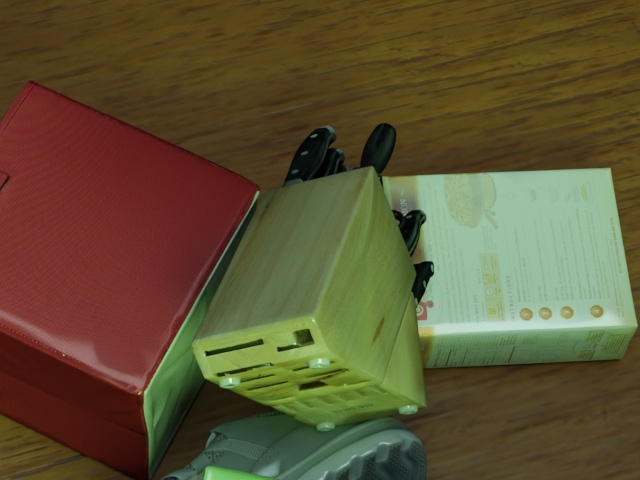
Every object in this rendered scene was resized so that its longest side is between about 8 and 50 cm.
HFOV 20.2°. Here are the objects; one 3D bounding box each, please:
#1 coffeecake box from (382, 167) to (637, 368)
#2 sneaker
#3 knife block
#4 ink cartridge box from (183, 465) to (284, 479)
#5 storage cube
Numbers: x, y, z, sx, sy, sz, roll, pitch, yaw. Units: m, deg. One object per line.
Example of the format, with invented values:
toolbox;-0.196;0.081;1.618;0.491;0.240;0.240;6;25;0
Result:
coffeecake box;0.143;0.022;1.419;0.185;0.068;0.142;-2;62;-5
sneaker;-0.066;0.193;1.318;0.281;0.105;0.115;-21;37;-13
knife block;0.000;0.000;1.256;0.088;0.275;0.242;-14;70;20
ink cartridge box;0.062;0.289;1.188;0.353;0.119;0.207;14;70;-13
storage cube;-0.169;0.031;1.329;0.193;0.184;0.215;25;63;9
